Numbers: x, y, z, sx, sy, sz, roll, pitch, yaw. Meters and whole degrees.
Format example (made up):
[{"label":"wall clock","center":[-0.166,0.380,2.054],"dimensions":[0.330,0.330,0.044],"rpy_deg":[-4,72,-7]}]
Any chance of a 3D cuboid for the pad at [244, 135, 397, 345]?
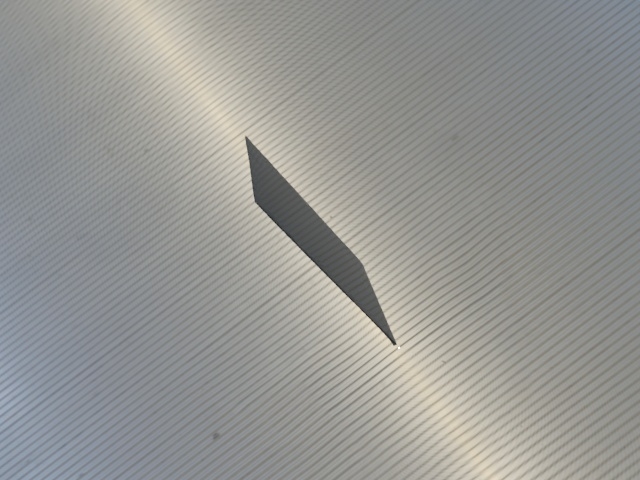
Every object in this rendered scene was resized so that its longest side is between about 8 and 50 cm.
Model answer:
[{"label":"pad","center":[0.000,0.000,0.581],"dimensions":[0.006,0.245,0.170],"rpy_deg":[-36,32,11]}]
